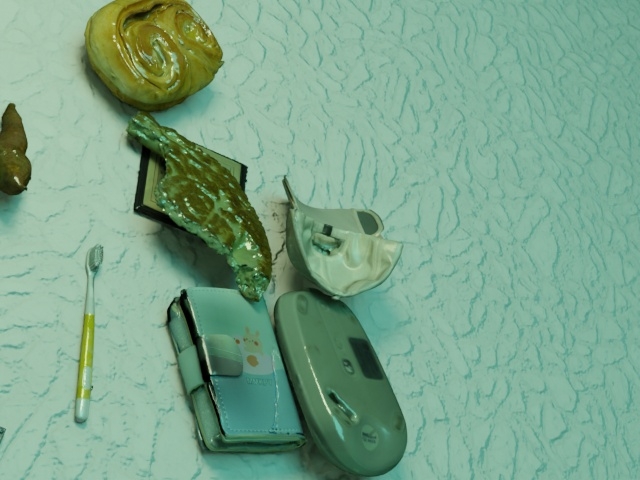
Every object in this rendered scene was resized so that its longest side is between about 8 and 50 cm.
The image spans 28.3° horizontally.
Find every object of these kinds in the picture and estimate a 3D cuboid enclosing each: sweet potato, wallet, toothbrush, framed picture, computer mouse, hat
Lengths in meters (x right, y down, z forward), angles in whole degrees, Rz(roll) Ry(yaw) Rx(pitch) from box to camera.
[{"bbox_3d":[-0.459,-0.127,1.858,0.068,0.068,0.226,17,32,-29],"label":"sweet potato"},{"bbox_3d":[-0.124,0.190,1.879,0.176,0.075,0.250,7,55,-40],"label":"wallet"},{"bbox_3d":[-0.327,0.125,1.797,0.021,0.024,0.288,20,49,-29],"label":"toothbrush"},{"bbox_3d":[-0.206,-0.088,2.067,0.199,0.010,0.195,23,48,-25],"label":"framed picture"},{"bbox_3d":[0.021,0.221,1.963,0.197,0.095,0.331,19,38,-41],"label":"computer mouse"},{"bbox_3d":[0.000,0.000,2.096,0.219,0.226,0.164,21,89,-26],"label":"hat"}]

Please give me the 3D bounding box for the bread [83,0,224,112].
[{"bbox_3d":[-0.280,-0.315,2.095,0.198,0.120,0.236,53,42,4],"label":"bread"}]

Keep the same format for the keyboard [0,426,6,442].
[{"bbox_3d":[-0.445,0.297,1.581,0.055,0.014,0.176,28,45,-16],"label":"keyboard"}]

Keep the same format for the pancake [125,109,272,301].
[{"bbox_3d":[-0.191,-0.056,1.976,0.197,0.054,0.376,2,46,-52],"label":"pancake"}]
